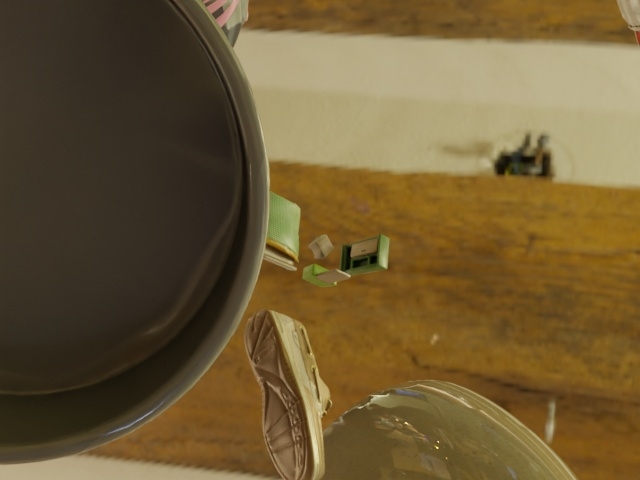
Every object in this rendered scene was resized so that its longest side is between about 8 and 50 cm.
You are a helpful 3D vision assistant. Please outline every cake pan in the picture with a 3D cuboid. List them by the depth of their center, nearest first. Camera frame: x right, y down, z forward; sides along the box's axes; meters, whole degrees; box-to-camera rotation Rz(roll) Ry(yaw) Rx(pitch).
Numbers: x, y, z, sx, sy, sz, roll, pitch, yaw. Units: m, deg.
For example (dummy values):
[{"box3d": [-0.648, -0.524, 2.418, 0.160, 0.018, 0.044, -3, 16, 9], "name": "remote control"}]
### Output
[{"box3d": [-0.168, -0.032, 0.684, 0.293, 0.293, 0.054, -1, -166, 5], "name": "cake pan"}]

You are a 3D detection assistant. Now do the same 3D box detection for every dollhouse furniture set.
[{"box3d": [0.000, 0.000, 1.432, 0.058, 0.152, 0.076, -16, -120, 43], "name": "dollhouse furniture set"}]

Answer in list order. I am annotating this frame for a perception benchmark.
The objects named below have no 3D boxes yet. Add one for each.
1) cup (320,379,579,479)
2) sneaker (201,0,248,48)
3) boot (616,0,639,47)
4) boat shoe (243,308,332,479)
[{"box3d": [0.150, 0.317, 1.275, 0.331, 0.331, 0.237, -37, -154, -24], "name": "cup"}, {"box3d": [-0.141, -0.313, 1.535, 0.112, 0.319, 0.131, 28, -107, 9], "name": "sneaker"}, {"box3d": [0.265, -0.075, 0.586, 0.244, 0.176, 0.088, -12, -157, 50], "name": "boot"}, {"box3d": [-0.019, 0.141, 1.225, 0.059, 0.063, 0.170, 9, -122, -42], "name": "boat shoe"}]
